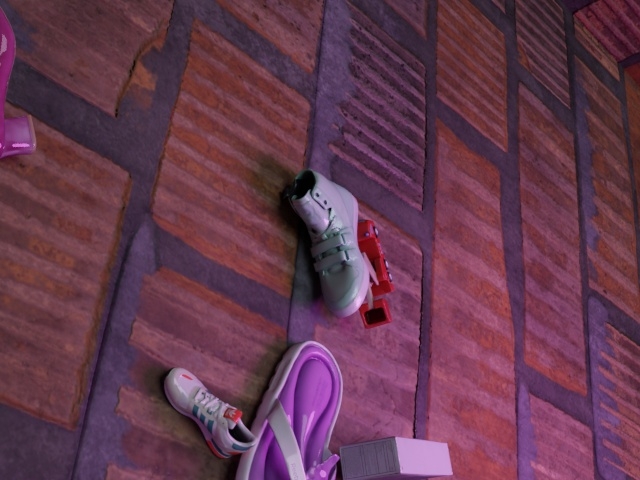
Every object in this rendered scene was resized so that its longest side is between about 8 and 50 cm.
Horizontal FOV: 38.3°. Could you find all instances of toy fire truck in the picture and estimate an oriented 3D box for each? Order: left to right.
[{"bbox_3d":[0.086,0.055,1.622,0.135,0.047,0.192,4,69,-74],"label":"toy fire truck"}]

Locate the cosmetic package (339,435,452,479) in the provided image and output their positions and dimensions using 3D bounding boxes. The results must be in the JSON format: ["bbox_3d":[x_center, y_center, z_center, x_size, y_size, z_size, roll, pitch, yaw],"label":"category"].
[{"bbox_3d":[0.126,0.354,1.479,0.239,0.098,0.061,28,52,-60],"label":"cosmetic package"}]

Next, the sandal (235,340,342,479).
[{"bbox_3d":[-0.027,0.311,1.345,0.169,0.102,0.416,37,41,-30],"label":"sandal"}]

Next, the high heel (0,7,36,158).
[{"bbox_3d":[-0.444,-0.212,1.151,0.117,0.082,0.244,-16,94,-50],"label":"high heel"}]

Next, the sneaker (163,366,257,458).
[{"bbox_3d":[-0.148,0.234,1.283,0.161,0.075,0.057,55,40,-16],"label":"sneaker"}]

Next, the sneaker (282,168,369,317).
[{"bbox_3d":[0.000,0.000,1.546,0.151,0.094,0.256,34,40,-43],"label":"sneaker"}]
